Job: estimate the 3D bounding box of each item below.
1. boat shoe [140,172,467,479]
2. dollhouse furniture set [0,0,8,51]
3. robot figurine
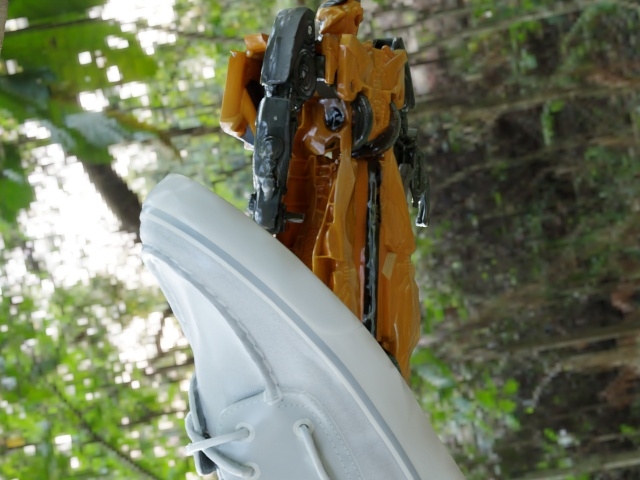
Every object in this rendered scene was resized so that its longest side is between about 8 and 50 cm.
[{"bbox_3d":[-0.010,0.062,0.405,0.066,0.063,0.184,21,150,52],"label":"boat shoe"},{"bbox_3d":[-0.238,-0.202,0.517,0.212,0.161,0.242,37,120,39],"label":"dollhouse furniture set"},{"bbox_3d":[0.000,0.000,0.749,0.211,0.085,0.291,-2,-88,-65],"label":"robot figurine"}]
